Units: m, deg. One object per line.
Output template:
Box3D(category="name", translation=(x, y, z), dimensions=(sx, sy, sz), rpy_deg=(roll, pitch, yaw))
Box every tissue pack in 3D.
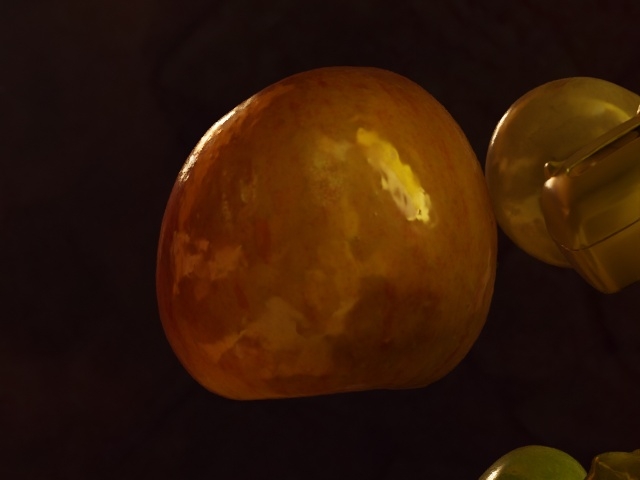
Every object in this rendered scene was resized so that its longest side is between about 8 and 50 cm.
Box3D(category="tissue pack", translation=(0.303, -0.045, 1.554), dimensions=(0.178, 0.127, 0.123), rpy_deg=(-33, -159, 1))

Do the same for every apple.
Box3D(category="apple", translation=(0.000, 0.000, 1.374), dimensions=(0.299, 0.275, 0.299), rpy_deg=(-9, 177, -1))

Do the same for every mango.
Box3D(category="mango", translation=(0.236, 0.392, 1.995), dimensions=(0.192, 0.156, 0.343), rpy_deg=(-51, -173, 48))

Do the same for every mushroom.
Box3D(category="mushroom", translation=(0.305, -0.081, 1.892), dimensions=(0.226, 0.226, 0.178), rpy_deg=(-39, -174, 16))

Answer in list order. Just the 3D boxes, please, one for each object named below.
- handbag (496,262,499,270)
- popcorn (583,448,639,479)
Box3D(category="handbag", translation=(0.020, 0.023, 2.041), dimensions=(0.303, 0.329, 0.122), rpy_deg=(-51, -149, 38))
Box3D(category="popcorn", translation=(0.268, 0.234, 0.966), dimensions=(0.225, 0.276, 0.276), rpy_deg=(-5, 162, -36))
